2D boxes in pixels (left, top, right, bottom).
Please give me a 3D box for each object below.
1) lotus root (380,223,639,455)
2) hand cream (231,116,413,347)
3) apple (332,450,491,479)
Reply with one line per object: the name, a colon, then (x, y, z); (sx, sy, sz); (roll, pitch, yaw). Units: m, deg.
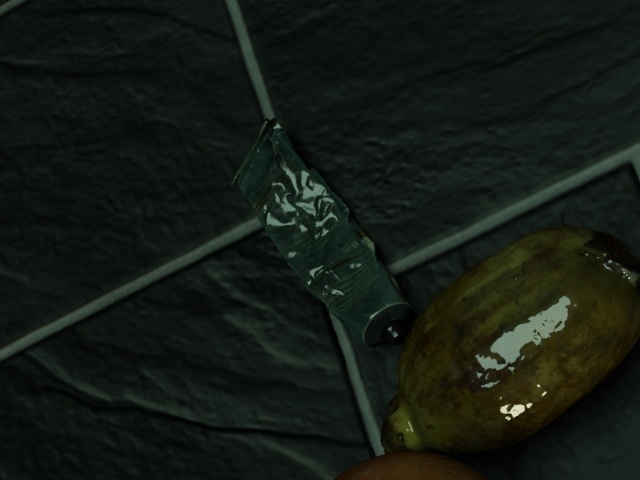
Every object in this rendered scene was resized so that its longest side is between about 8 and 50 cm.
lotus root: (0.145, 0.089, 1.455); (0.260, 0.128, 0.145); (-42, 28, 17)
hand cream: (0.000, 0.000, 1.602); (0.075, 0.052, 0.248); (-44, 61, 10)
apple: (0.083, 0.251, 1.420); (0.201, 0.201, 0.162); (30, 67, 30)
